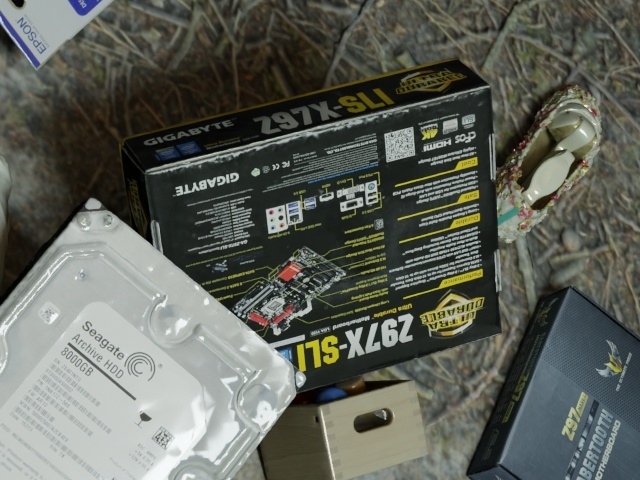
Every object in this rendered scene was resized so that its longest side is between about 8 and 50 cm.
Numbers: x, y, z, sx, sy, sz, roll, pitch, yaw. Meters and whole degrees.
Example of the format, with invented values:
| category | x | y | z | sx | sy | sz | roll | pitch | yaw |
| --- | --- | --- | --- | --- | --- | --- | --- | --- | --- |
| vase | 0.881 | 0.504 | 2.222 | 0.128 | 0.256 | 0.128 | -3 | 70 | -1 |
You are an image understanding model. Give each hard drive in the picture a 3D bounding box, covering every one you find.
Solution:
| category | x | y | z | sx | sy | sz | roll | pitch | yaw |
| --- | --- | --- | --- | --- | --- | --- | --- | --- | --- |
| hard drive | -0.201 | 0.167 | 1.418 | 0.237 | 0.064 | 0.339 | 42 | 74 | -10 |

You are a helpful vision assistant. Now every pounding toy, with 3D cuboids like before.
| category | x | y | z | sx | sy | sz | roll | pitch | yaw |
| --- | --- | --- | --- | --- | --- | --- | --- | --- | --- |
| pounding toy | 0.022 | 0.158 | 1.655 | 0.141 | 0.130 | 0.100 | -12 | 92 | -35 |

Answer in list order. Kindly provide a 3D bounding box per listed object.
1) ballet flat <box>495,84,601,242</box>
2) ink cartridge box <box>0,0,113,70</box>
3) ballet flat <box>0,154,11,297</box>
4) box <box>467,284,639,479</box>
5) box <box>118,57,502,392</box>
| category | x | y | z | sx | sy | sz | roll | pitch | yaw |
| --- | --- | --- | --- | --- | --- | --- | --- | --- | --- |
| ballet flat | 0.252 | -0.087 | 1.911 | 0.091 | 0.077 | 0.241 | 44 | 55 | -11 |
| ink cartridge box | -0.206 | -0.321 | 1.656 | 0.332 | 0.065 | 0.165 | -46 | 118 | -24 |
| ballet flat | -0.334 | -0.088 | 1.513 | 0.139 | 0.139 | 0.400 | -19 | 83 | -36 |
| box | 0.269 | 0.190 | 1.834 | 0.183 | 0.059 | 0.232 | 37 | 57 | -15 |
| box | 0.000 | 0.000 | 1.579 | 0.322 | 0.079 | 0.257 | -15 | 122 | -16 |
